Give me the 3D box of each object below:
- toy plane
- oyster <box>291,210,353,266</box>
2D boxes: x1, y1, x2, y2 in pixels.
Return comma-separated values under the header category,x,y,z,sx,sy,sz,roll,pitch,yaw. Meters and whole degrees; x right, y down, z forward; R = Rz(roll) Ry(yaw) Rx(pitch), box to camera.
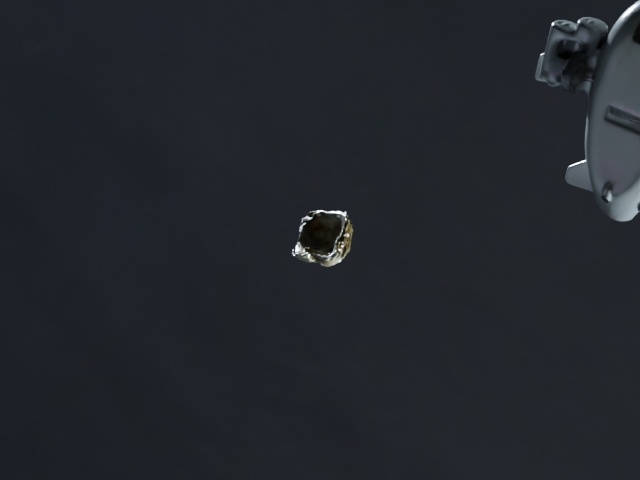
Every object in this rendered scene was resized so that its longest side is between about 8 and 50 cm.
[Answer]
category,x,y,z,sx,sy,sz,roll,pitch,yaw
toy plane,0.320,-0.128,1.906,0.252,0.252,0.118,43,42,10
oyster,0.003,-0.001,1.603,0.093,0.051,0.034,-72,146,-59
